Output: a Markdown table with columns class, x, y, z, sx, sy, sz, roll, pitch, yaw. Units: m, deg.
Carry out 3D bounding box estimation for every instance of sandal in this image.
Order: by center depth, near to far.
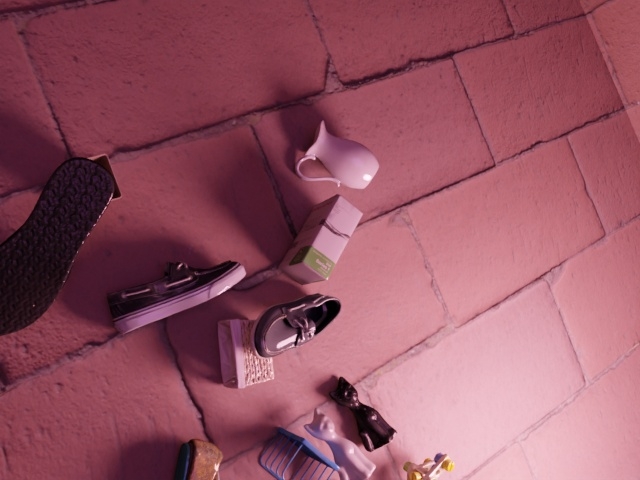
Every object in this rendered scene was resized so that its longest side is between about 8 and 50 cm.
| class | x | y | z | sx | sy | sz | roll | pitch | yaw |
| --- | --- | --- | --- | --- | --- | --- | --- | --- | --- |
| sandal | -0.603 | 0.020 | 1.250 | 0.168 | 0.107 | 0.445 | 39 | 85 | -20 |

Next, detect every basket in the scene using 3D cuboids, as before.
| class | x | y | z | sx | sy | sz | roll | pitch | yaw |
| --- | --- | --- | --- | --- | --- | --- | --- | --- | --- |
| basket | -0.186 | 0.275 | 1.430 | 0.103 | 0.113 | 0.167 | -4 | 82 | -29 |

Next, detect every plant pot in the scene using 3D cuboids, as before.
| class | x | y | z | sx | sy | sz | roll | pitch | yaw |
| --- | --- | --- | --- | --- | --- | --- | --- | --- | --- |
| plant pot | -0.539 | -0.126 | 1.342 | 0.109 | 0.096 | 0.108 | -20 | 90 | -27 |

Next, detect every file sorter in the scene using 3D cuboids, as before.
| class | x | y | z | sx | sy | sz | roll | pitch | yaw |
| --- | --- | --- | --- | --- | --- | --- | --- | --- | --- |
| file sorter | -0.058 | 0.547 | 1.408 | 0.118 | 0.170 | 0.104 | 43 | 68 | -13 |

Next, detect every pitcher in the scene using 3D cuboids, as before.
| class | x | y | z | sx | sy | sz | roll | pitch | yaw |
| --- | --- | --- | --- | --- | --- | --- | --- | --- | --- |
| pitcher | 0.046 | -0.216 | 1.646 | 0.207 | 0.125 | 0.177 | 32 | 88 | -6 |

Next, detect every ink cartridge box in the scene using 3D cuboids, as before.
| class | x | y | z | sx | sy | sz | roll | pitch | yaw |
| --- | --- | --- | --- | --- | --- | --- | --- | --- | --- |
| ink cartridge box | 0.000 | 0.000 | 1.546 | 0.093 | 0.160 | 0.219 | 37 | 67 | -17 |

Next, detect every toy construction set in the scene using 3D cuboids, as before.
| class | x | y | z | sx | sy | sz | roll | pitch | yaw |
| --- | --- | --- | --- | --- | --- | --- | --- | --- | --- |
| toy construction set | 0.205 | 0.696 | 1.518 | 0.328 | 0.151 | 0.214 | -8 | 108 | -20 |

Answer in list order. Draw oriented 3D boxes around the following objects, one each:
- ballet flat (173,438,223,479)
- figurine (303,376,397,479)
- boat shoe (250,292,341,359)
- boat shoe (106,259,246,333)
| class | x | y | z | sx | sy | sz | roll | pitch | yaw |
| --- | --- | --- | --- | --- | --- | --- | --- | --- | --- |
| ballet flat | -0.300 | 0.636 | 1.304 | 0.123 | 0.123 | 0.348 | 21 | 69 | -21 |
| figurine | 0.071 | 0.495 | 1.508 | 0.209 | 0.092 | 0.215 | 51 | 42 | 0 |
| boat shoe | -0.055 | 0.204 | 1.439 | 0.319 | 0.099 | 0.116 | -22 | 101 | -57 |
| boat shoe | -0.342 | 0.106 | 1.379 | 0.335 | 0.121 | 0.119 | -24 | 95 | -26 |
